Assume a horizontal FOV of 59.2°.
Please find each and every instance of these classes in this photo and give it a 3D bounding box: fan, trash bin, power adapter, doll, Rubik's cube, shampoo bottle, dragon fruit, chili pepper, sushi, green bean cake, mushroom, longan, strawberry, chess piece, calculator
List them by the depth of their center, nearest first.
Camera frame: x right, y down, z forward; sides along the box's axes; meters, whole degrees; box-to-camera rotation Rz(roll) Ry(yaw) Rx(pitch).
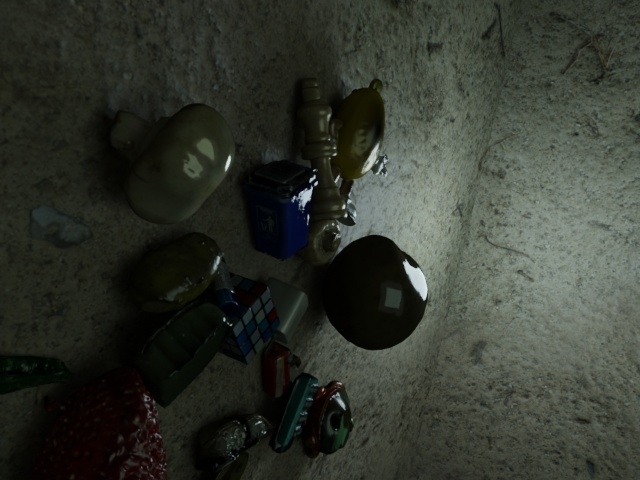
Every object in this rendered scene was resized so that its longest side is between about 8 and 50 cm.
[{"bbox_3d":[-0.546,0.252,1.036,0.227,0.059,0.088,27,84,-63],"label":"chili pepper"},{"bbox_3d":[-0.306,-0.169,1.115,0.234,0.254,0.260,39,88,-13],"label":"mushroom"},{"bbox_3d":[-0.448,0.435,1.117,0.292,0.292,0.344,3,77,-59],"label":"strawberry"},{"bbox_3d":[-0.311,0.244,1.262,0.222,0.125,0.227,-43,172,-35],"label":"green bean cake"},{"bbox_3d":[-0.241,0.094,1.349,0.050,0.183,0.087,-23,146,-1],"label":"shampoo bottle"},{"bbox_3d":[-0.218,0.195,1.439,0.155,0.154,0.151,-49,141,-35],"label":"Rubik's cube"},{"bbox_3d":[-0.101,-0.085,1.515,0.184,0.162,0.235,-38,138,-46],"label":"trash bin"},{"bbox_3d":[-0.002,-0.255,1.584,0.117,0.117,0.397,-14,99,-56],"label":"chess piece"},{"bbox_3d":[-0.138,0.229,1.593,0.205,0.130,0.125,-60,166,-22],"label":"power adapter"},{"bbox_3d":[-0.239,0.543,1.604,0.273,0.134,0.109,-20,88,-43],"label":"sushi"},{"bbox_3d":[-0.291,0.702,1.610,0.230,0.011,0.335,-57,157,-15],"label":"fan"},{"bbox_3d":[0.000,0.000,1.737,0.166,0.127,0.166,-36,138,-41],"label":"mushroom"},{"bbox_3d":[0.103,-0.255,1.763,0.423,0.161,0.348,-50,138,-27],"label":"doll"},{"bbox_3d":[-0.077,0.556,1.835,0.274,0.058,0.248,66,47,-74],"label":"calculator"},{"bbox_3d":[0.183,0.177,1.905,0.404,0.336,0.405,-17,115,-41],"label":"longan"},{"bbox_3d":[0.031,0.670,2.083,0.268,0.130,0.295,8,95,-64],"label":"dragon fruit"}]

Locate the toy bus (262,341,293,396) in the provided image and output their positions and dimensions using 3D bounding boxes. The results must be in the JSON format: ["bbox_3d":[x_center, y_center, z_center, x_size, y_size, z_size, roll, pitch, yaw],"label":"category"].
[{"bbox_3d":[-0.136,0.407,1.743,0.077,0.079,0.174,-25,126,-47],"label":"toy bus"}]

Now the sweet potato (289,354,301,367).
[{"bbox_3d":[-0.091,0.394,1.841,0.041,0.038,0.153,-68,161,-8],"label":"sweet potato"}]

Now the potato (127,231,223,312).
[{"bbox_3d":[-0.317,0.072,1.235,0.251,0.149,0.113,-50,163,-41],"label":"potato"}]
